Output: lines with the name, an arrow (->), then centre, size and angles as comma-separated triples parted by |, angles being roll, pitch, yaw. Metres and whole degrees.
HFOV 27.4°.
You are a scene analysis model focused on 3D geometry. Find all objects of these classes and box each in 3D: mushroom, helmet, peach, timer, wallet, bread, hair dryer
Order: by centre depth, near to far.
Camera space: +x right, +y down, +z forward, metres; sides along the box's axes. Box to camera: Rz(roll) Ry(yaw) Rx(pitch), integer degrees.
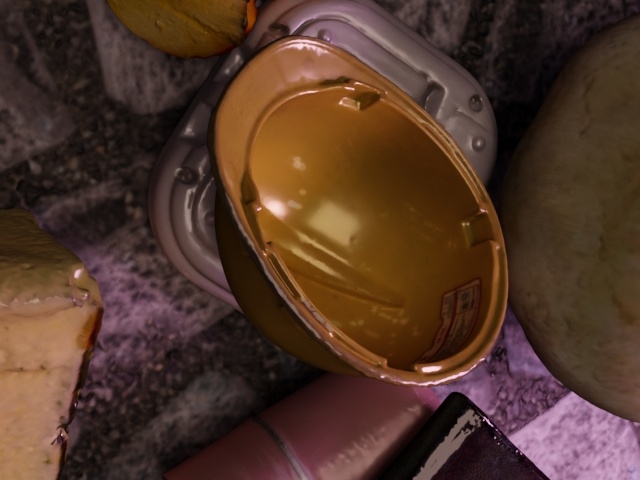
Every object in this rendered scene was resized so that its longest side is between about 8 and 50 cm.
bread -> -0.294, 0.111, 0.893 | 0.263, 0.198, 0.236 | -1, 105, -22
helmet -> 0.000, 0.000, 0.911 | 0.257, 0.140, 0.205 | 46, 52, -12
peach -> -0.092, -0.217, 0.950 | 0.151, 0.118, 0.151 | 0, 128, -1
wallet -> 0.048, 0.278, 1.006 | 0.318, 0.045, 0.172 | -46, 126, -3
timer -> 0.007, -0.052, 1.026 | 0.237, 0.087, 0.262 | 33, 87, -21
mushroom -> 0.298, -0.024, 1.050 | 0.352, 0.260, 0.352 | -4, 99, -28
hair dryer -> 0.035, 0.276, 1.088 | 0.210, 0.125, 0.352 | -31, 118, -15
